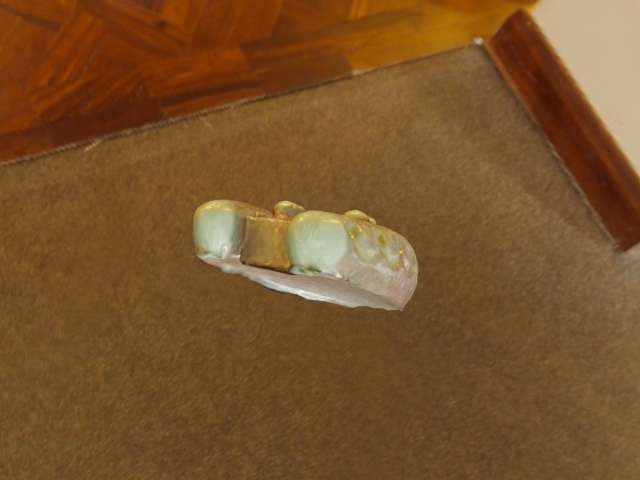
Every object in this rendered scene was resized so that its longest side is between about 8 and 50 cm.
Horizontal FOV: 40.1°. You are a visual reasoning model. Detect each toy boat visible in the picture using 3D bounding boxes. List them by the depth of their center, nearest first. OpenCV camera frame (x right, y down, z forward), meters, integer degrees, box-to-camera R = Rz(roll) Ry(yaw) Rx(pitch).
[{"bbox_3d":[0.000,0.000,0.714,0.227,0.155,0.085,27,71,-60],"label":"toy boat"}]
